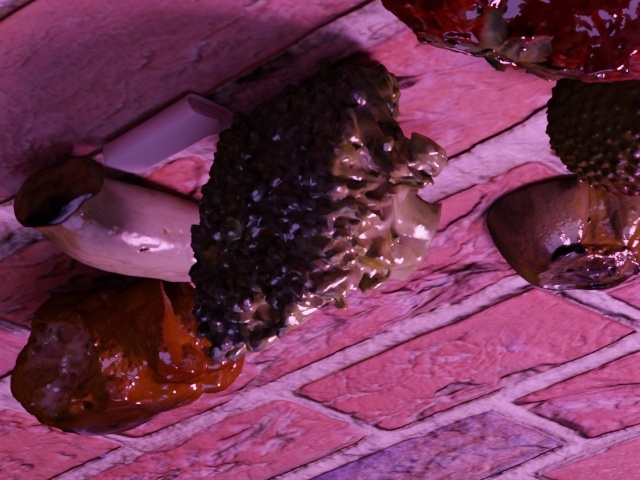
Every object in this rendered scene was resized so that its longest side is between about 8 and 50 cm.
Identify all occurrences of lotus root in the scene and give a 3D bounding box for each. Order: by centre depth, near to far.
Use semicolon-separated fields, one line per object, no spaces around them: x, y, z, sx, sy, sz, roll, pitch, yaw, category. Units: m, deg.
0.276;0.006;2.095;0.183;0.078;0.203;-14;151;13;lotus root

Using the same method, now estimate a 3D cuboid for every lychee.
0.283;-0.115;1.779;0.171;0.171;0.171;-5;153;-3;lychee

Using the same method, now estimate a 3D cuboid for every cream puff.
-0.209;0.124;2.096;0.269;0.155;0.241;-9;169;14;cream puff

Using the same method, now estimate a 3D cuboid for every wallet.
-0.144;-0.098;1.848;0.122;0.025;0.061;-27;153;34;wallet

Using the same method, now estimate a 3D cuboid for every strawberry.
0.186;-0.229;1.480;0.274;0.220;0.274;16;-177;-1;strawberry

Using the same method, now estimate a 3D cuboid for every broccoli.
0.012;-0.010;1.808;0.245;0.248;0.288;16;146;-25;broccoli

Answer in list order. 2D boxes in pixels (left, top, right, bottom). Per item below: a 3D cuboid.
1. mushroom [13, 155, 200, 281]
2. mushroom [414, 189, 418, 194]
-0.162;-0.004;1.966;0.107;0.087;0.333;-16;157;37;mushroom
0.005;0.003;2.088;0.028;0.026;0.286;31;139;-28;mushroom
